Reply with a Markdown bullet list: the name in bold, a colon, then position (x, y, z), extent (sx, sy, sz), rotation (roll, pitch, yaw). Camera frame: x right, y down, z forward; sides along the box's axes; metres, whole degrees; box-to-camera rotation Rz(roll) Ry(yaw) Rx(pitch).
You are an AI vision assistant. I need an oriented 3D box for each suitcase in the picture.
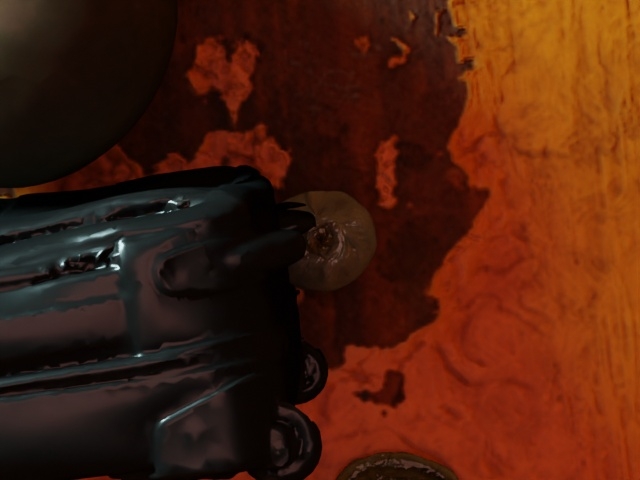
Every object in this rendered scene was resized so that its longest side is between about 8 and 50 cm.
- **suitcase**: position (-0.166, 0.062, 1.293), extent (0.339, 0.345, 0.188), rotation (-9, 97, 2)

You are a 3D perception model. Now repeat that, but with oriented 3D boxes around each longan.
- **longan**: position (-0.212, -0.165, 1.339), extent (0.258, 0.258, 0.258), rotation (0, 91, -4)

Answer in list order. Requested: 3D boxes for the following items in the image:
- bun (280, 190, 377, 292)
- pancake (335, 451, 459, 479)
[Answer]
- **bun**: position (0.000, 0.000, 1.456), extent (0.083, 0.045, 0.083), rotation (0, 86, -2)
- **pancake**: position (0.059, 0.204, 1.477), extent (0.108, 0.017, 0.108), rotation (0, 95, -3)
